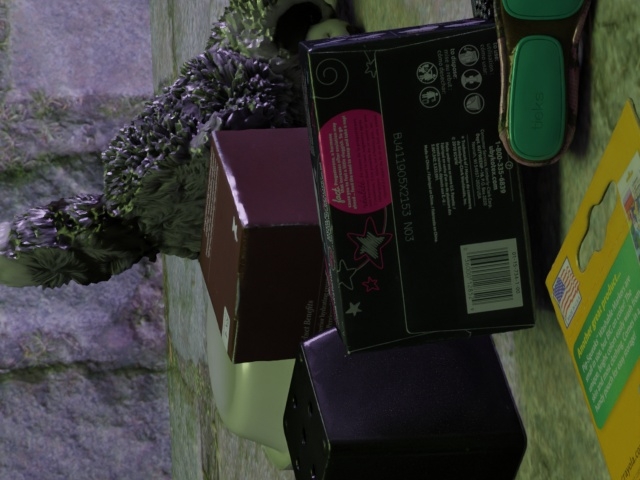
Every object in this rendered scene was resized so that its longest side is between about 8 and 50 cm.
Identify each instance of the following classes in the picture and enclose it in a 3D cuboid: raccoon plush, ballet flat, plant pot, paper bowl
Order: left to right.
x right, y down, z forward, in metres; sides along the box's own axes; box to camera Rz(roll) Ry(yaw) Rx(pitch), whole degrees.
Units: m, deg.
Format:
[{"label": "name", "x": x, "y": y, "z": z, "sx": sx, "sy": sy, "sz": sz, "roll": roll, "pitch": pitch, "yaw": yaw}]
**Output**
[{"label": "raccoon plush", "x": -0.167, "y": -0.142, "z": 2.053, "sx": 0.216, "sy": 0.446, "sz": 0.299, "roll": 72, "pitch": -167, "yaw": -52}, {"label": "paper bowl", "x": -0.041, "y": 0.119, "z": 2.136, "sx": 0.284, "sy": 0.148, "sz": 0.284, "roll": 178, "pitch": 90, "yaw": -75}, {"label": "plant pot", "x": 0.064, "y": 0.171, "z": 1.703, "sx": 0.187, "sy": 0.167, "sz": 0.188, "roll": 102, "pitch": 158, "yaw": -46}, {"label": "ballet flat", "x": 0.169, "y": -0.168, "z": 1.434, "sx": 0.079, "sy": 0.077, "sz": 0.222, "roll": -75, "pitch": -13, "yaw": -72}]

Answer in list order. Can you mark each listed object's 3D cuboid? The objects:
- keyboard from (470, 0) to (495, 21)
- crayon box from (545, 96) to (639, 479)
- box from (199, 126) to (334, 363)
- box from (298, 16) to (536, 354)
[{"label": "keyboard", "x": 0.146, "y": -0.209, "z": 1.590, "sx": 0.108, "sy": 0.023, "sz": 0.180, "roll": 131, "pitch": 133, "yaw": -69}, {"label": "crayon box", "x": 0.243, "y": 0.095, "z": 1.162, "sx": 0.203, "sy": 0.083, "sz": 0.323, "roll": 106, "pitch": 156, "yaw": -51}, {"label": "box", "x": 0.000, "y": 0.000, "z": 1.837, "sx": 0.167, "sy": 0.203, "sz": 0.168, "roll": -111, "pitch": 23, "yaw": -50}, {"label": "box", "x": 0.078, "y": -0.050, "z": 1.542, "sx": 0.142, "sy": 0.163, "sz": 0.247, "roll": -117, "pitch": 19, "yaw": -79}]
